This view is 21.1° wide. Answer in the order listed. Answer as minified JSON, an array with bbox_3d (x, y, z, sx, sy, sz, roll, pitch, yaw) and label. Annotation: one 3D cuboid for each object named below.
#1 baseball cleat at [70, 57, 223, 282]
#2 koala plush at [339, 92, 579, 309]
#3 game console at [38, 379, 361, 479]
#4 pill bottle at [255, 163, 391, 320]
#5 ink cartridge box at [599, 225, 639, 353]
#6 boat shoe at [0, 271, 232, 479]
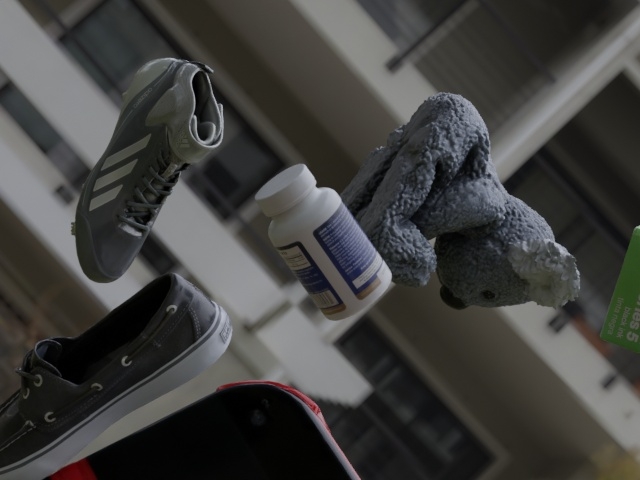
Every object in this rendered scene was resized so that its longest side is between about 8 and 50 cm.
[{"bbox_3d":[-0.146,-0.059,1.469,0.109,0.206,0.072,11,-5,46],"label":"baseball cleat"},{"bbox_3d":[0.150,-0.013,1.714,0.221,0.203,0.196,35,-4,-16],"label":"koala plush"},{"bbox_3d":[-0.083,0.288,1.131,0.386,0.342,0.060,54,-15,38],"label":"game console"},{"bbox_3d":[0.000,0.000,1.392,0.120,0.067,0.067,55,-14,-17],"label":"pill bottle"},{"bbox_3d":[0.421,0.072,1.576,0.272,0.115,0.198,21,15,21],"label":"ink cartridge box"},{"bbox_3d":[-0.173,0.096,1.208,0.076,0.228,0.080,52,16,-31],"label":"boat shoe"}]
